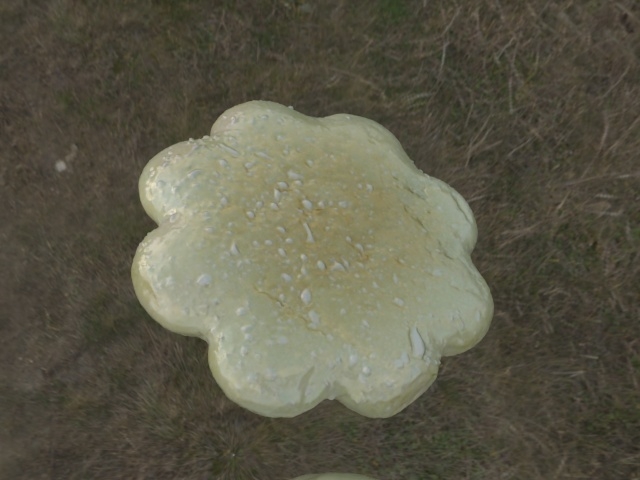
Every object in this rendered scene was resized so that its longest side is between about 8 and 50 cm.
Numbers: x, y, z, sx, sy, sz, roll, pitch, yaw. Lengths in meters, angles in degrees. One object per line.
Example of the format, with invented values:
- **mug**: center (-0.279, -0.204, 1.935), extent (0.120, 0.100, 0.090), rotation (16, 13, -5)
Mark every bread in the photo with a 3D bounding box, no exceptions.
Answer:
- **bread**: center (0.000, 0.000, 0.643), extent (0.316, 0.054, 0.316), rotation (10, 55, -15)

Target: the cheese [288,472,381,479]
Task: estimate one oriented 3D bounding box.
- **cheese**: center (0.114, 0.300, 0.584), extent (0.351, 0.130, 0.328), rotation (-13, 110, 21)
